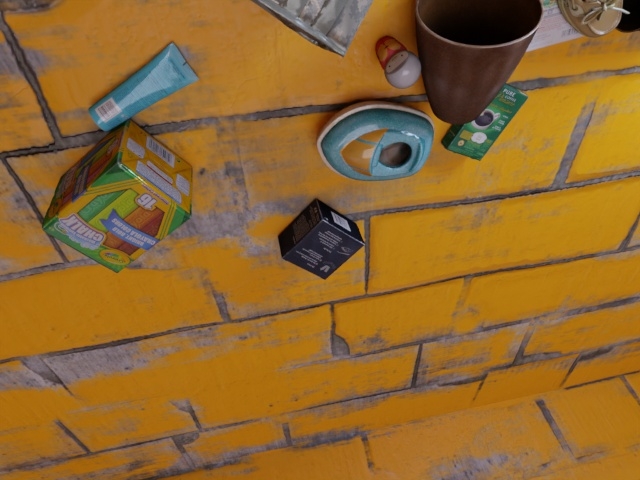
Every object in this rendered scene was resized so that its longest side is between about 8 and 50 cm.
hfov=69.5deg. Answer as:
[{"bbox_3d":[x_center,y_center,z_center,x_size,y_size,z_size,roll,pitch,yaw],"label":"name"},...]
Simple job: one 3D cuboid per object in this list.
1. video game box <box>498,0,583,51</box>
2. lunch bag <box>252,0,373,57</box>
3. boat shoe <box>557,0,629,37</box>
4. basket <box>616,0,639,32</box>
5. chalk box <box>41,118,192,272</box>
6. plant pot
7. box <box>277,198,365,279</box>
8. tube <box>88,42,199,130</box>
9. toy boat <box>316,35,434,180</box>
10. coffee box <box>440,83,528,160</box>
[{"bbox_3d":[0.440,-0.476,0.904,0.205,0.048,0.187,-15,136,-1],"label":"video game box"},{"bbox_3d":[-0.039,-0.461,0.687,0.287,0.169,0.235,22,109,-30],"label":"lunch bag"},{"bbox_3d":[0.486,-0.473,0.825,0.104,0.089,0.285,-38,130,18],"label":"boat shoe"},{"bbox_3d":[0.720,-0.499,0.892,0.227,0.154,0.204,-2,134,-18],"label":"basket"},{"bbox_3d":[-0.430,-0.072,0.957,0.289,0.179,0.180,-35,131,17],"label":"chalk box"},{"bbox_3d":[0.281,-0.346,0.897,0.215,0.215,0.230,-13,149,-3],"label":"plant pot"},{"bbox_3d":[0.000,0.000,1.201,0.156,0.093,0.158,30,118,-35],"label":"box"},{"bbox_3d":[-0.340,-0.284,0.877,0.207,0.052,0.080,-30,138,6],"label":"tube"},{"bbox_3d":[0.130,-0.250,0.963,0.267,0.148,0.318,-4,134,-11],"label":"toy boat"},{"bbox_3d":[0.380,-0.281,1.076,0.113,0.040,0.184,11,129,-25],"label":"coffee box"}]
